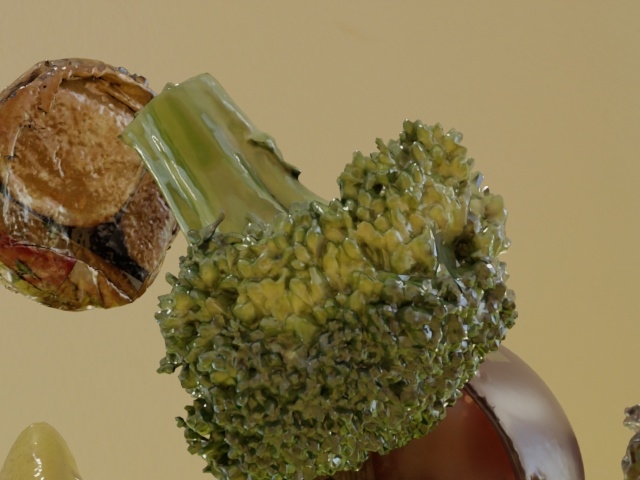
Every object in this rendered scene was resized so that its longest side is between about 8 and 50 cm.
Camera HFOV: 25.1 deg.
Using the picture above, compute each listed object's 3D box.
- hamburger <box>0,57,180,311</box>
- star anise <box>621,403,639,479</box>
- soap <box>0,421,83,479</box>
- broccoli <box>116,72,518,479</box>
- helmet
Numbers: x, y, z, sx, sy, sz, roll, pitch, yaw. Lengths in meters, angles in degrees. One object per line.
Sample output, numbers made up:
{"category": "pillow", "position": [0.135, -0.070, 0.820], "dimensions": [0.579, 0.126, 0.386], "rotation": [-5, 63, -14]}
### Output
{"category": "hamburger", "position": [-0.216, -0.050, 1.258], "dimensions": [0.231, 0.107, 0.231], "rotation": [-2, -86, -34]}
{"category": "star anise", "position": [0.400, 0.188, 1.496], "dimensions": [0.089, 0.209, 0.231], "rotation": [35, -79, -34]}
{"category": "soap", "position": [-0.278, 0.357, 1.423], "dimensions": [0.115, 0.427, 0.306], "rotation": [-4, -75, -13]}
{"category": "broccoli", "position": [0.020, 0.007, 1.026], "dimensions": [0.249, 0.375, 0.302], "rotation": [-11, -77, 32]}
{"category": "helmet", "position": [0.123, 0.219, 1.358], "dimensions": [0.230, 0.385, 0.338], "rotation": [-10, -71, -43]}
